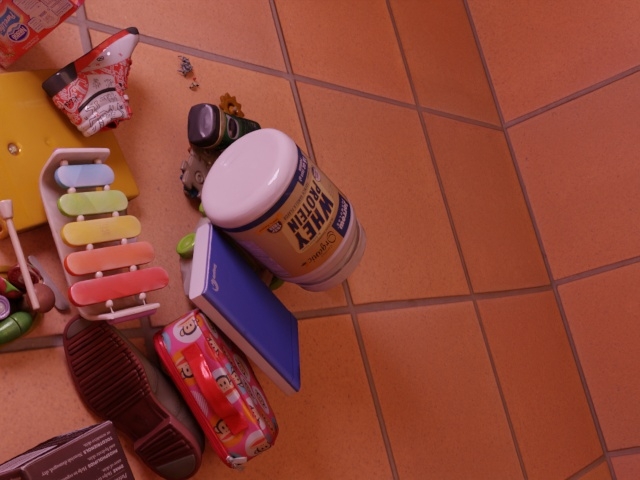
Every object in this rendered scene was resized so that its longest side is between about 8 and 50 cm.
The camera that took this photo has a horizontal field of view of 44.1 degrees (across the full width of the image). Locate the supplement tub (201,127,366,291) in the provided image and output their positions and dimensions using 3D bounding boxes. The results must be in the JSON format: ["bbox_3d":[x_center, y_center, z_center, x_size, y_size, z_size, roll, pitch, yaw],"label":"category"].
[{"bbox_3d":[-0.067,-0.053,1.630,0.316,0.228,0.228,43,42,-40],"label":"supplement tub"}]

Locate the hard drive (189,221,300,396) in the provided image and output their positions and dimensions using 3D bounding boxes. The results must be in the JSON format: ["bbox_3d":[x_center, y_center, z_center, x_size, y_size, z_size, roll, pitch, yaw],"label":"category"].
[{"bbox_3d":[-0.142,0.138,1.570,0.319,0.040,0.210,52,20,-34],"label":"hard drive"}]

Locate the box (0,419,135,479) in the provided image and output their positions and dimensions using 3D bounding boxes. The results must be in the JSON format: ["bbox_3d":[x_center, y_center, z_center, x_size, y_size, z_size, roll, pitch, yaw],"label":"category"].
[{"bbox_3d":[-0.387,0.408,1.191,0.167,0.168,0.203,-22,90,-55],"label":"box"}]

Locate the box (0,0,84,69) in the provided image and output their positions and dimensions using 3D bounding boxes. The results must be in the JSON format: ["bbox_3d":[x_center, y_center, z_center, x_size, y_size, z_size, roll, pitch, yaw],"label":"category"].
[{"bbox_3d":[-0.518,-0.430,1.393,0.128,0.257,0.123,43,45,-29],"label":"box"}]

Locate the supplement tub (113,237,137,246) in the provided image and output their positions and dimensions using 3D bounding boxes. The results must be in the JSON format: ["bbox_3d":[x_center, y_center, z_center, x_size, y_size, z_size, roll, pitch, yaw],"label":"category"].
[{"bbox_3d":[-0.403,-0.007,1.473,0.107,0.071,0.071,14,61,-48],"label":"supplement tub"}]

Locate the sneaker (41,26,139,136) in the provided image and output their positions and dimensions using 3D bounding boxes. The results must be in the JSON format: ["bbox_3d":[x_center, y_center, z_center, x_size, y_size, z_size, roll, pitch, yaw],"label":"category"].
[{"bbox_3d":[-0.410,-0.305,1.541,0.145,0.090,0.270,55,39,-19],"label":"sneaker"}]

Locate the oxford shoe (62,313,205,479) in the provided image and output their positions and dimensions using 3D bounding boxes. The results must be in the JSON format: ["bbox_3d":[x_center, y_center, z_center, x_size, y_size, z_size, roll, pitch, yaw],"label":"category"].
[{"bbox_3d":[-0.330,0.267,1.415,0.348,0.123,0.130,58,11,-11],"label":"oxford shoe"}]

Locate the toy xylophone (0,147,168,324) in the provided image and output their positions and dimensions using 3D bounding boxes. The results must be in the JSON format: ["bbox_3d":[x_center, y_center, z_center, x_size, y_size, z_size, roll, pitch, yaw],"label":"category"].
[{"bbox_3d":[-0.401,0.002,1.341,0.236,0.081,0.323,-24,89,-53],"label":"toy xylophone"}]

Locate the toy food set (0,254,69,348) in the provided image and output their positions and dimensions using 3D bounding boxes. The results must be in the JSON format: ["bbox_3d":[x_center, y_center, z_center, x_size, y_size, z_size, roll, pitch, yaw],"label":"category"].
[{"bbox_3d":[-0.501,0.095,1.294,0.218,0.071,0.128,-36,100,-53],"label":"toy food set"}]

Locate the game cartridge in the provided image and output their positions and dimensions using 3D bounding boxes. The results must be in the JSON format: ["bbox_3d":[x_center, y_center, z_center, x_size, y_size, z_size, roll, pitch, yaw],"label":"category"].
[{"bbox_3d":[-0.510,-0.172,1.450,0.323,0.052,0.285,-26,92,-57],"label":"game cartridge"}]

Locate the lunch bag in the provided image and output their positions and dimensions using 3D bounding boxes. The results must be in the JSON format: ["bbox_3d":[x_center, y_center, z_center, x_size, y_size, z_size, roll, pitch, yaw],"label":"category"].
[{"bbox_3d":[-0.187,0.267,1.451,0.293,0.120,0.258,59,-3,1],"label":"lunch bag"}]

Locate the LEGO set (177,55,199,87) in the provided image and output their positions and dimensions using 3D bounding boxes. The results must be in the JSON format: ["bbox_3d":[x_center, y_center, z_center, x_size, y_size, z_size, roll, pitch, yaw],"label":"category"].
[{"bbox_3d":[-0.305,-0.396,1.842,0.083,0.023,0.054,52,39,-20],"label":"LEGO set"}]

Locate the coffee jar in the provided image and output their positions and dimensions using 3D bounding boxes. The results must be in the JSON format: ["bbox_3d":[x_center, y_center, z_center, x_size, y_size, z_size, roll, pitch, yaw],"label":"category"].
[{"bbox_3d":[-0.213,-0.238,1.746,0.184,0.079,0.096,15,71,-55],"label":"coffee jar"}]

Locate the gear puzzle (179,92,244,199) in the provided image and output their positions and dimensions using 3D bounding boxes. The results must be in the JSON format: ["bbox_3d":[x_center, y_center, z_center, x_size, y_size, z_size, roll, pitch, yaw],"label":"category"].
[{"bbox_3d":[-0.241,-0.213,1.811,0.175,0.044,0.339,44,43,-39],"label":"gear puzzle"}]

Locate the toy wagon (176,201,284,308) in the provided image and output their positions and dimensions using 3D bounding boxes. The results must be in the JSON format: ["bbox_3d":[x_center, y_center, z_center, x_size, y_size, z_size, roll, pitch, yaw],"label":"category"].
[{"bbox_3d":[-0.176,0.022,1.714,0.267,0.068,0.344,53,42,-33],"label":"toy wagon"}]
